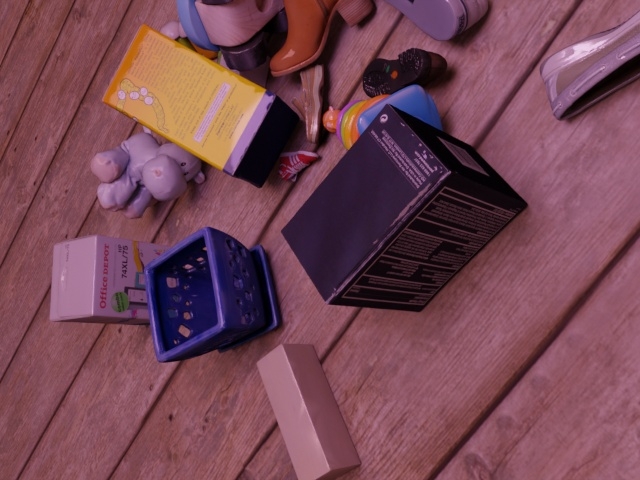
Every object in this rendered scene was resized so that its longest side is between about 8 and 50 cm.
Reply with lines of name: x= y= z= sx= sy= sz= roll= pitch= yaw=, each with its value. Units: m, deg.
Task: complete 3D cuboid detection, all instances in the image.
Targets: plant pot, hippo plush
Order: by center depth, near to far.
plant pot: x=-0.233 y=0.130 z=1.484 sx=0.236 sy=0.212 sz=0.236 roll=-29 pitch=66 yaw=33
hippo plush: x=-0.419 y=-0.174 z=1.737 sx=0.236 sy=0.234 sz=0.294 roll=9 pitch=45 yaw=23

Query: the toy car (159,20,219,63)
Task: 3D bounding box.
toy car: x=-0.315 y=-0.523 z=1.731 sx=0.182 sy=0.159 sz=0.136 roll=-2 pitch=46 yaw=40

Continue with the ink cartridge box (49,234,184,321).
ink cartridge box: x=-0.513 y=0.109 z=1.683 sx=0.197 sy=0.270 sz=0.198 roll=-9 pitch=77 yaw=38

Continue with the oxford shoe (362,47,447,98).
oxford shoe: x=0.166 y=-0.327 z=1.326 sx=0.227 sy=0.096 sz=0.083 roll=9 pitch=102 yaw=58

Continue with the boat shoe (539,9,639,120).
boat shoe: x=0.499 y=-0.288 z=1.018 sx=0.320 sy=0.118 sz=0.103 roll=-19 pitch=77 yaw=40

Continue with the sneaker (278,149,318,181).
sneaker: x=-0.052 y=-0.168 z=1.497 sx=0.118 sy=0.042 sz=0.067 roll=2 pitch=80 yaw=48

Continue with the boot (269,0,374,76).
boot: x=-0.052 y=-0.506 z=1.419 sx=0.283 sy=0.220 sz=0.109 roll=-32 pitch=31 yaw=23

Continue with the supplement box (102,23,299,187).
supplement box: x=-0.260 y=-0.292 z=1.471 sx=0.356 sy=0.194 sz=0.195 roll=31 pitch=94 yaw=14

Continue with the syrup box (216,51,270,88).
syrup box: x=-0.206 y=-0.350 z=1.623 sx=0.093 sy=0.096 sz=0.237 roll=10 pitch=88 yaw=40

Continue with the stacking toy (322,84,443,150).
stacking toy: x=0.092 y=-0.224 z=1.334 sx=0.302 sy=0.165 sz=0.175 roll=30 pitch=146 yaw=56

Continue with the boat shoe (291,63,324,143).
boat shoe: x=-0.029 y=-0.304 z=1.474 sx=0.072 sy=0.068 sz=0.190 roll=2 pitch=71 yaw=1

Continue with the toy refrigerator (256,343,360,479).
toy refrigerator: x=-0.030 y=0.352 z=1.348 sx=0.094 sy=0.102 sz=0.270 roll=-40 pitch=60 yaw=27

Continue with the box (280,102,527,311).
box: x=0.144 y=-0.039 z=1.144 sx=0.294 sy=0.296 sz=0.183 roll=-49 pitch=56 yaw=22

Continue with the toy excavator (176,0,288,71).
toy excavator: x=-0.247 y=-0.644 z=1.586 sx=0.445 sy=0.222 sz=0.433 roll=21 pitch=59 yaw=30

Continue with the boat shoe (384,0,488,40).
boat shoe: x=0.190 y=-0.548 z=1.297 sx=0.367 sy=0.156 sz=0.136 roll=48 pitch=153 yaw=22
